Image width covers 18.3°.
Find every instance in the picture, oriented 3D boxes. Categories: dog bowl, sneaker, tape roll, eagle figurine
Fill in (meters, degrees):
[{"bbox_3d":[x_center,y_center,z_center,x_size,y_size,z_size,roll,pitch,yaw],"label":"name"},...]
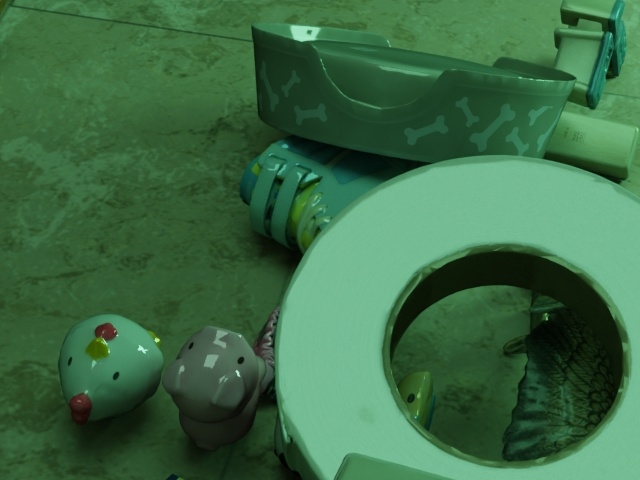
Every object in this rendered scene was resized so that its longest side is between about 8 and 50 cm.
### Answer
[{"bbox_3d":[0.091,-0.154,2.113,0.349,0.102,0.349,9,9,-1],"label":"dog bowl"},{"bbox_3d":[-0.035,0.113,1.921,0.057,0.047,0.119,21,38,-11],"label":"sneaker"},{"bbox_3d":[0.153,0.109,1.679,0.392,0.072,0.392,-1,62,1],"label":"tape roll"},{"bbox_3d":[0.000,0.000,1.998,0.208,0.127,0.319,13,29,9],"label":"sneaker"},{"bbox_3d":[0.289,0.130,1.807,0.225,0.226,0.298,21,31,-12],"label":"eagle figurine"}]

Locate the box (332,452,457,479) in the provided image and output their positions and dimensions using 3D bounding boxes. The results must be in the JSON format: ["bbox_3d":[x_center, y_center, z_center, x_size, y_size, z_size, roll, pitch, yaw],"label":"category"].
[{"bbox_3d":[0.064,0.299,1.529,0.149,0.232,0.127,14,41,13],"label":"box"}]

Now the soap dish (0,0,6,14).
[{"bbox_3d":[-0.540,-0.258,2.281,0.291,0.118,0.229,23,42,22],"label":"soap dish"}]

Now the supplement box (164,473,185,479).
[{"bbox_3d":[-0.120,0.259,1.707,0.083,0.056,0.083,25,43,25],"label":"supplement box"}]

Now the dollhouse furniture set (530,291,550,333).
[{"bbox_3d":[0.292,0.017,1.997,0.151,0.123,0.144,5,38,1],"label":"dollhouse furniture set"}]

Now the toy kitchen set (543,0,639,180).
[{"bbox_3d":[0.320,-0.161,2.280,0.122,0.166,0.207,14,76,14],"label":"toy kitchen set"}]

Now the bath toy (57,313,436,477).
[{"bbox_3d":[-0.078,0.140,1.785,0.348,0.151,0.129,11,23,11],"label":"bath toy"}]
